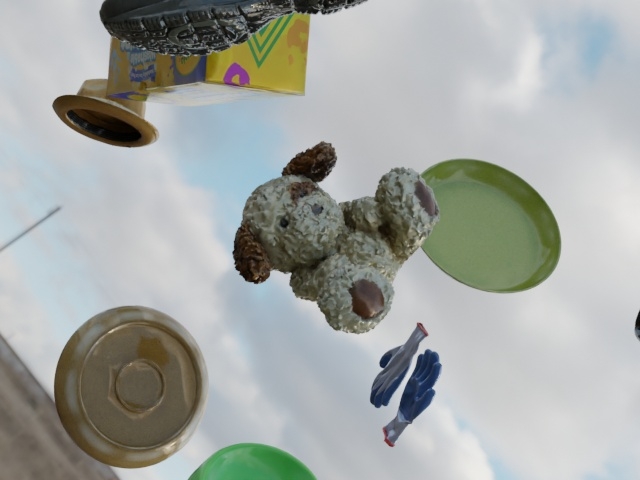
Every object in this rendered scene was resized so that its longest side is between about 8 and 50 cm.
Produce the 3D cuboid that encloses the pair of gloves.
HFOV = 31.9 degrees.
[{"bbox_3d":[0.127,0.213,1.712,0.023,0.159,0.198,25,17,-20],"label":"pair of gloves"}]

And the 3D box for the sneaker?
[{"bbox_3d":[-0.075,-0.263,1.068,0.109,0.286,0.130,94,-21,-80],"label":"sneaker"}]

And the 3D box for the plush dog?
[{"bbox_3d":[0.000,0.000,1.507,0.225,0.262,0.210,35,-31,-5],"label":"plush dog"}]

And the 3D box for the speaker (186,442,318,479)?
[{"bbox_3d":[-0.091,0.307,0.955,0.131,0.131,0.296,44,-50,26],"label":"speaker"}]

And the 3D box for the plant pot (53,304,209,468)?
[{"bbox_3d":[-0.264,0.209,1.611,0.236,0.236,0.032,55,-29,-10],"label":"plant pot"}]

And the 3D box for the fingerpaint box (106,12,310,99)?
[{"bbox_3d":[-0.169,-0.397,1.680,0.445,0.163,0.371,7,-87,62],"label":"fingerpaint box"}]

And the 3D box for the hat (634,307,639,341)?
[{"bbox_3d":[0.534,0.123,1.584,0.134,0.331,0.331,13,-11,-12],"label":"hat"}]

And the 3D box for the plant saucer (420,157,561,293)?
[{"bbox_3d":[0.237,-0.016,1.651,0.241,0.241,0.037,47,-35,17],"label":"plant saucer"}]

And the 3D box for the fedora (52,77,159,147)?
[{"bbox_3d":[-0.374,-0.234,1.991,0.194,0.079,0.194,11,-20,4],"label":"fedora"}]
